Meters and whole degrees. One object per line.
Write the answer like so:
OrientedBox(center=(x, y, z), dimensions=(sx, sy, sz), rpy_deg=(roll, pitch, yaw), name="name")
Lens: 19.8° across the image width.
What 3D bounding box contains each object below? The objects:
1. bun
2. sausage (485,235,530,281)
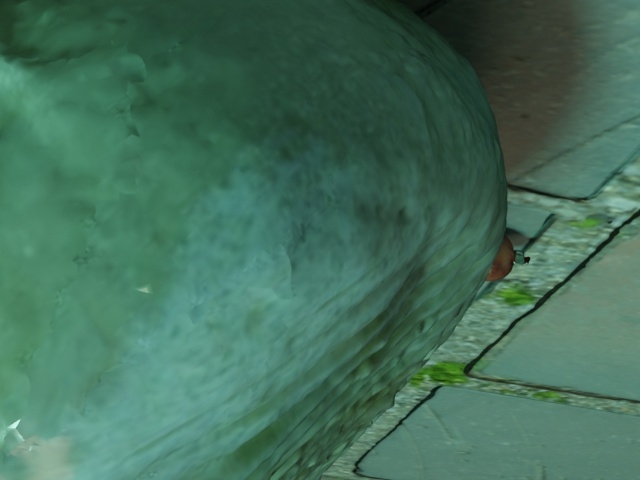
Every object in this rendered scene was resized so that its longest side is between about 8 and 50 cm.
OrientedBox(center=(-0.091, 0.033, 0.718), dimensions=(0.211, 0.362, 0.362), rpy_deg=(41, 165, 14), name="bun")
OrientedBox(center=(0.000, 0.000, 0.975), dimensions=(0.223, 0.029, 0.029), rpy_deg=(5, 160, 3), name="sausage")
